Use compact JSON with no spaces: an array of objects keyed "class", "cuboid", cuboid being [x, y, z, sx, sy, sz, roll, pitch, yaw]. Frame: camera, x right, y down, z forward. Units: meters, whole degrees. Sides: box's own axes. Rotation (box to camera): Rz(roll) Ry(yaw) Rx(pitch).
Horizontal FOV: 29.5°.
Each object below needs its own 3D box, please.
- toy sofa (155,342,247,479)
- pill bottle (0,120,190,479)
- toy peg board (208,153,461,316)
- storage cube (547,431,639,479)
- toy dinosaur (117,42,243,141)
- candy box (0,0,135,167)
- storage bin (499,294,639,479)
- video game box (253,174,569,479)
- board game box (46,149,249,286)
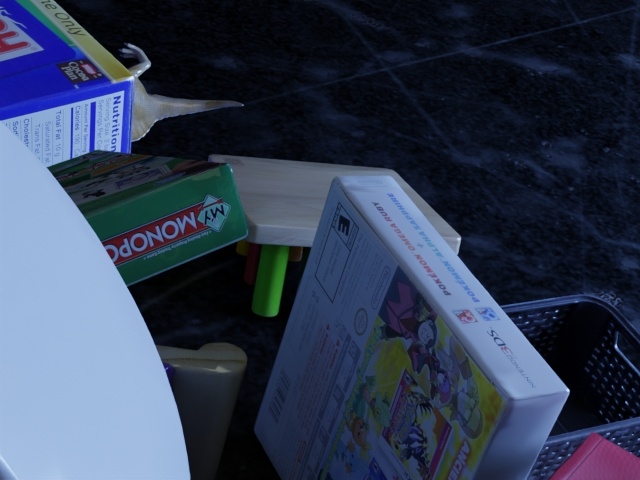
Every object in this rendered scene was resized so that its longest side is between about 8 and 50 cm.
[{"class":"toy sofa","cuboid":[-0.079,0.210,0.526,0.177,0.150,0.363,10,34,-8]},{"class":"pill bottle","cuboid":[-0.243,0.104,0.406,0.362,0.210,0.210,-27,38,9]},{"class":"toy peg board","cuboid":[0.000,0.000,0.942,0.161,0.079,0.161,4,20,-18]},{"class":"storage cube","cuboid":[0.139,0.230,0.525,0.193,0.184,0.215,30,20,19]},{"class":"toy dinosaur","cuboid":[-0.167,-0.122,1.065,0.183,0.053,0.093,-6,55,-18]},{"class":"candy box","cuboid":[-0.335,-0.105,0.878,0.317,0.122,0.268,-20,48,-37]},{"class":"storage bin","cuboid":[0.141,0.113,0.814,0.180,0.084,0.122,-5,39,-30]},{"class":"video game box","cuboid":[0.038,0.097,0.685,0.048,0.205,0.187,-3,39,-28]},{"class":"board game box","cuboid":[-0.224,0.023,0.671,0.317,0.046,0.213,-23,16,-25]}]
